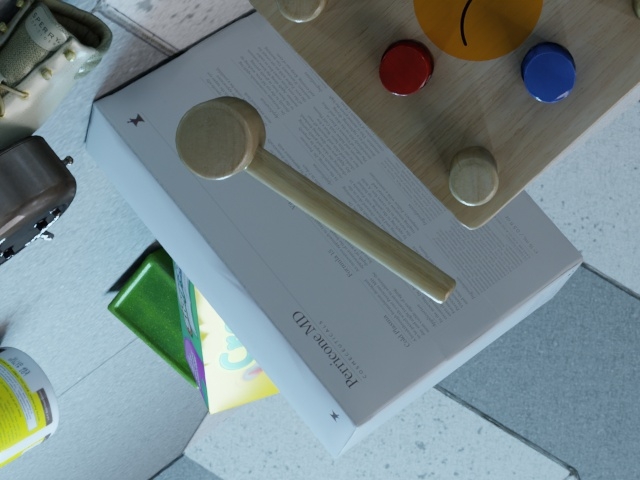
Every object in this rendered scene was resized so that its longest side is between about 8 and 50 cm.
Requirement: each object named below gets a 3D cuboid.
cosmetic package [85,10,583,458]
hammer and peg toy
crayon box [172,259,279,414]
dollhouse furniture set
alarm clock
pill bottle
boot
[{"bbox_3d":[0.010,-0.034,1.541,0.284,0.377,0.097,-33,165,-28],"label":"cosmetic package"},{"bbox_3d":[0.084,-0.138,1.245,0.361,0.266,0.127,-44,-174,12],"label":"hammer and peg toy"},{"bbox_3d":[0.000,0.000,1.797,0.313,0.106,0.363,-18,139,-14],"label":"crayon box"},{"bbox_3d":[-0.079,0.007,2.019,0.301,0.151,0.197,-49,172,23],"label":"dollhouse furniture set"},{"bbox_3d":[-0.248,-0.016,1.239,0.129,0.064,0.192,-39,175,13],"label":"alarm clock"},{"bbox_3d":[-0.398,0.209,1.818,0.215,0.117,0.117,-30,165,-39],"label":"pill bottle"},{"bbox_3d":[-0.249,-0.105,1.225,0.165,0.077,0.213,-44,173,21],"label":"boot"}]
